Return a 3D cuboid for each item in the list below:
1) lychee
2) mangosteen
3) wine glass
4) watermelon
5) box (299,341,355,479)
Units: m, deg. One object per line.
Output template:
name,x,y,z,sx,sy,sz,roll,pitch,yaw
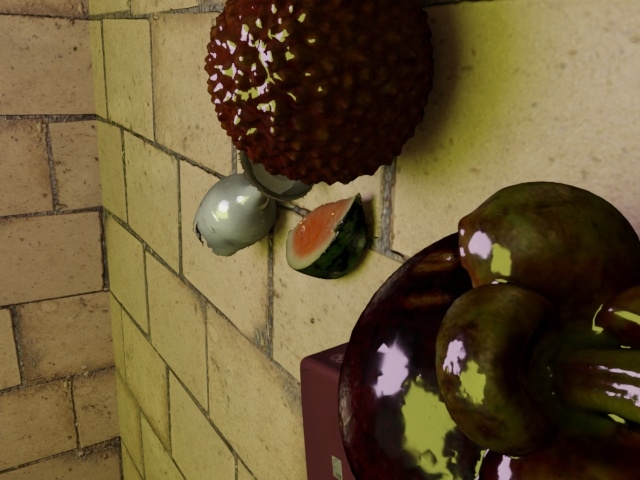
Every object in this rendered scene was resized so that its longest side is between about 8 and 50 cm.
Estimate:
lychee,-0.003,-0.201,0.722,0.275,0.304,0.276,3,99,19
mangosteen,0.166,0.119,0.466,0.347,0.306,0.307,83,164,-65
wine glass,-0.123,-0.075,1.067,0.321,0.143,0.143,-38,65,58
watermelon,0.005,-0.001,0.961,0.245,0.063,0.119,153,124,-63
box,0.085,0.262,0.787,0.193,0.167,0.294,8,104,56
